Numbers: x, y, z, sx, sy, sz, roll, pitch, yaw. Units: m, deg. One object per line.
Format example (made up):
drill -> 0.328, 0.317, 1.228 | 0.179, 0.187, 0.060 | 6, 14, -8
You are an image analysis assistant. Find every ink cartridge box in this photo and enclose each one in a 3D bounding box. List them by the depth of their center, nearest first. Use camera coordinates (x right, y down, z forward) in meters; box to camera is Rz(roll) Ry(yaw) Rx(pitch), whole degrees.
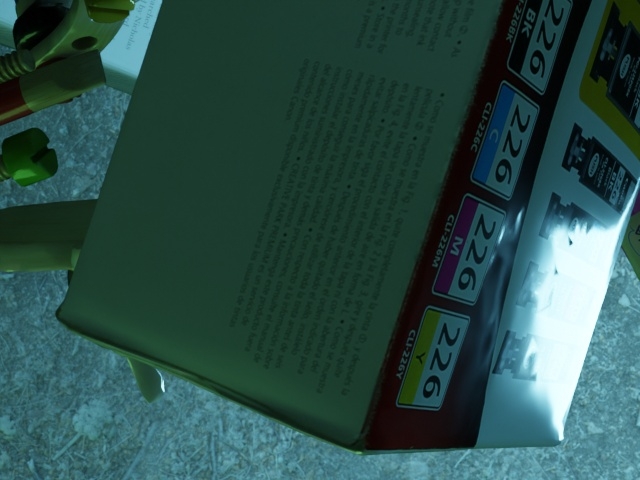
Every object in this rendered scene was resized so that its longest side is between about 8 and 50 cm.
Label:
ink cartridge box -> 0.070, -0.082, 0.463 | 0.130, 0.309, 0.272 | 18, -179, 29

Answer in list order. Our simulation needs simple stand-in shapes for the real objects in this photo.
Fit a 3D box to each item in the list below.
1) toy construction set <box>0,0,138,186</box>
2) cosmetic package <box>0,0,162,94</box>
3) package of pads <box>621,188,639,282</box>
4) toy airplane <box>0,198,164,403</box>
toy construction set -> -0.159, -0.192, 0.775 | 0.237, 0.309, 0.257 | -18, 138, 11
cosmetic package -> -0.208, -0.252, 1.234 | 0.230, 0.162, 0.453 | 18, 180, 44
package of pads -> 0.283, -0.063, 0.894 | 0.101, 0.229, 0.296 | -30, 156, 23
toy airplane -> 0.000, 0.000, 0.853 | 0.386, 0.272, 0.384 | 1, -174, 24
